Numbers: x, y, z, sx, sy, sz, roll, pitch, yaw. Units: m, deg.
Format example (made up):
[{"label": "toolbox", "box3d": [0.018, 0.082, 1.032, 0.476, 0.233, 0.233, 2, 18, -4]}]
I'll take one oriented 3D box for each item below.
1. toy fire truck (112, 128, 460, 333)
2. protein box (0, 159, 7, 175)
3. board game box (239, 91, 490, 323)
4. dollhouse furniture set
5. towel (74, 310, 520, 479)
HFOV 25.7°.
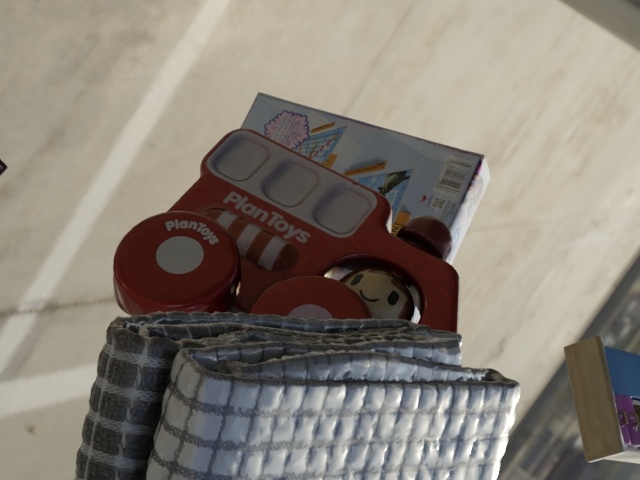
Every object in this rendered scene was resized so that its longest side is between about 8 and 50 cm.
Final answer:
[{"label": "toy fire truck", "box3d": [-0.015, 0.040, 1.174, 0.254, 0.302, 0.169, -51, 156, -32]}, {"label": "protein box", "box3d": [-0.442, -0.042, 1.309, 0.200, 0.136, 0.201, -3, -137, 51]}, {"label": "board game box", "box3d": [0.000, 0.000, 1.706, 0.318, 0.318, 0.066, -63, 156, -18]}, {"label": "dollhouse furniture set", "box3d": [0.469, 0.198, 1.556, 0.303, 0.286, 0.198, -25, 153, 38]}, {"label": "towel", "box3d": [-0.022, 0.160, 0.804, 0.284, 0.121, 0.235, 5, 101, -49]}]
